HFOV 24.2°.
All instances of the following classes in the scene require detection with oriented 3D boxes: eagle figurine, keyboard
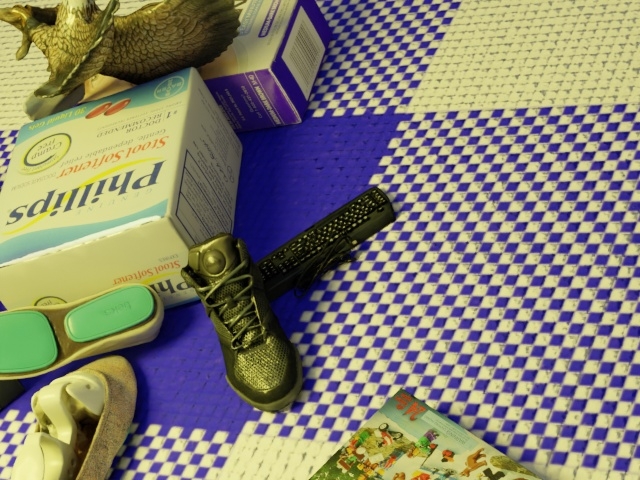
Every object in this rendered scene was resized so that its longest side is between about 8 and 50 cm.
[{"bbox_3d":[-0.281,-0.258,1.893,0.298,0.225,0.226,21,70,39],"label":"eagle figurine"},{"bbox_3d":[0.000,0.000,1.736,0.192,0.038,0.100,-35,38,-4],"label":"keyboard"}]

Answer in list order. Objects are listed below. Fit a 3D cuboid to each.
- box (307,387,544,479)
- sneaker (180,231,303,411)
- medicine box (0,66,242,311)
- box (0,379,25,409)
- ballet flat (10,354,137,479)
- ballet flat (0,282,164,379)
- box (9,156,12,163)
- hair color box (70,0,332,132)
[{"bbox_3d":[0.100,0.249,1.388,0.159,0.044,0.233,-43,39,-16],"label":"box"},{"bbox_3d":[-0.092,0.079,1.628,0.087,0.130,0.227,-26,50,6],"label":"sneaker"},{"bbox_3d":[-0.253,-0.043,1.859,0.263,0.149,0.289,-17,39,17],"label":"medicine box"},{"bbox_3d":[-0.480,0.151,1.823,0.153,0.108,0.207,-38,39,-10],"label":"box"},{"bbox_3d":[-0.275,0.221,1.613,0.107,0.106,0.316,-14,41,20],"label":"ballet flat"},{"bbox_3d":[-0.302,0.114,1.736,0.248,0.086,0.086,-12,38,-7],"label":"ballet flat"},{"bbox_3d":[-0.397,-0.076,2.057,0.052,0.062,0.083,-18,40,13],"label":"box"},{"bbox_3d":[-0.170,-0.235,2.052,0.338,0.110,0.185,-8,44,28],"label":"hair color box"}]
